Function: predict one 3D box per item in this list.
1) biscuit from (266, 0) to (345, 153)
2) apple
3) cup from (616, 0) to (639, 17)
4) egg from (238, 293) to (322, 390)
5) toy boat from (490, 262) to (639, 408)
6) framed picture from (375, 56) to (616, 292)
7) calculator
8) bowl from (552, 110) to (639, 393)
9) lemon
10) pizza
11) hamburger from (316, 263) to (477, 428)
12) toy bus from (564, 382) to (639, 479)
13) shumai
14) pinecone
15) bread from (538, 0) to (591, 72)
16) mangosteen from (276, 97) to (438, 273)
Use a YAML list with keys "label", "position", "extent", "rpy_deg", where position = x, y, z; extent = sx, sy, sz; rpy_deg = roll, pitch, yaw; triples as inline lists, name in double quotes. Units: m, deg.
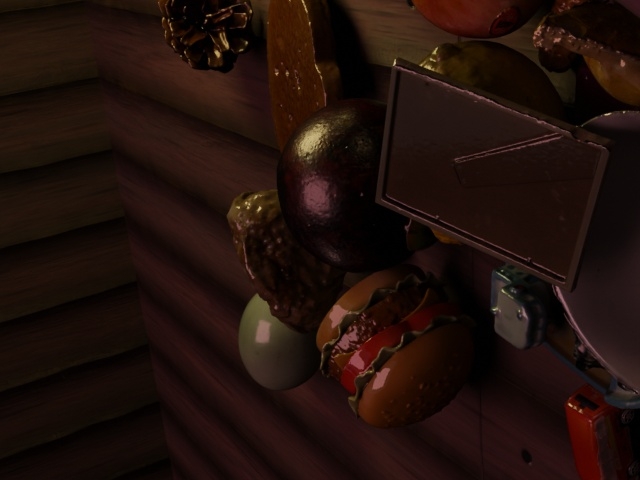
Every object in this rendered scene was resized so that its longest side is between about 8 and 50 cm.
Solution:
- label: "biscuit"
  position: [-0.019, -0.298, 1.900]
  extent: [0.350, 0.070, 0.394]
  rpy_deg: [-137, 42, -61]
- label: "apple"
  position: [0.209, -0.364, 1.306]
  extent: [0.209, 0.164, 0.209]
  rpy_deg: [-18, 65, 44]
- label: "cup"
  position: [0.410, -0.261, 0.999]
  extent: [0.288, 0.203, 0.203]
  rpy_deg: [52, 148, 26]
- label: "egg"
  position: [-0.083, 0.215, 2.232]
  extent: [0.203, 0.203, 0.283]
  rpy_deg: [49, 141, 40]
- label: "toy boat"
  position: [0.355, 0.127, 1.382]
  extent: [0.332, 0.133, 0.145]
  rpy_deg: [39, 137, 49]
- label: "framed picture"
  position: [0.198, -0.080, 1.210]
  extent: [0.289, 0.020, 0.211]
  rpy_deg: [27, 133, 27]
- label: "calculator"
  position: [0.376, -0.130, 1.299]
  extent: [0.126, 0.034, 0.190]
  rpy_deg: [28, 129, 58]
- label: "bowl"
  position: [0.424, 0.004, 1.138]
  extent: [0.345, 0.157, 0.345]
  rpy_deg: [43, 142, 47]
- label: "lemon"
  position: [0.219, -0.127, 1.364]
  extent: [0.245, 0.245, 0.320]
  rpy_deg: [24, 144, 58]
- label: "pizza"
  position: [0.338, -0.207, 1.148]
  extent: [0.188, 0.204, 0.080]
  rpy_deg: [46, 134, 33]
- label: "hamburger"
  position: [0.141, 0.197, 1.699]
  extent: [0.212, 0.274, 0.274]
  rpy_deg: [54, 149, 31]
- label: "toy bus"
  position: [0.402, 0.287, 1.425]
  extent: [0.079, 0.077, 0.174]
  rpy_deg: [31, 144, 53]
- label: "shumai"
  position: [0.000, 0.000, 1.860]
  extent: [0.314, 0.262, 0.267]
  rpy_deg: [49, -154, -31]
- label: "pinecone"
  position: [-0.239, -0.470, 2.125]
  extent: [0.201, 0.202, 0.229]
  rpy_deg: [100, 146, -72]
- label: "bread"
  position: [0.323, -0.287, 1.294]
  extent: [0.052, 0.044, 0.157]
  rpy_deg: [48, 146, 32]
- label: "mangosteen"
  position: [0.079, -0.091, 1.614]
  extent: [0.300, 0.300, 0.300]
  rpy_deg: [42, 140, 47]
